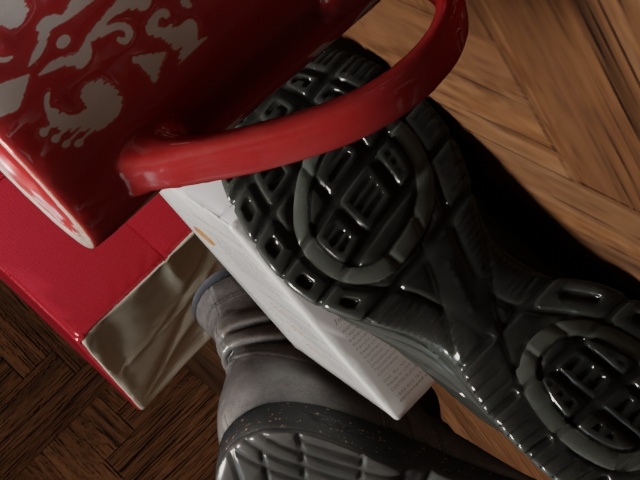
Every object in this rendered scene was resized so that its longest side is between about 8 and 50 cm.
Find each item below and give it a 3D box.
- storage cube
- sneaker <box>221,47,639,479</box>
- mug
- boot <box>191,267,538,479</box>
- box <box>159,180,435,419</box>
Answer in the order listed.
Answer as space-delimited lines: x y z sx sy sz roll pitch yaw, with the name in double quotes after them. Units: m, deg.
-0.170 -0.010 1.292 0.193 0.183 0.215 41 169 21 "storage cube"
0.060 0.024 0.763 0.286 0.109 0.130 45 176 12 "sneaker"
-0.044 -0.083 0.551 0.113 0.169 0.150 52 168 -30 "mug"
0.075 0.132 1.074 0.338 0.118 0.223 30 -156 -21 "boot"
0.000 0.000 0.920 0.170 0.091 0.130 51 169 -32 "box"
